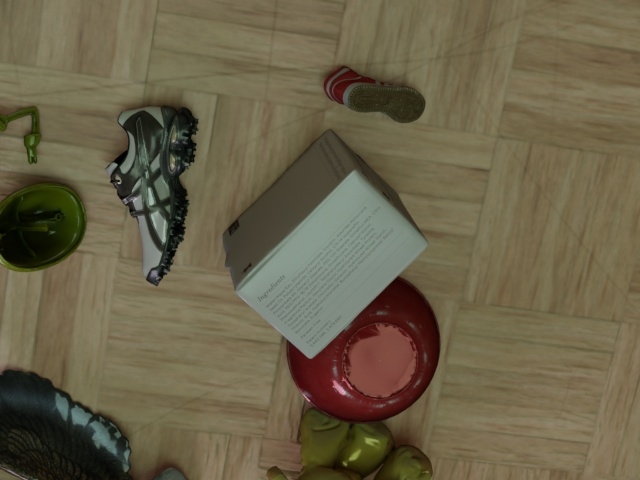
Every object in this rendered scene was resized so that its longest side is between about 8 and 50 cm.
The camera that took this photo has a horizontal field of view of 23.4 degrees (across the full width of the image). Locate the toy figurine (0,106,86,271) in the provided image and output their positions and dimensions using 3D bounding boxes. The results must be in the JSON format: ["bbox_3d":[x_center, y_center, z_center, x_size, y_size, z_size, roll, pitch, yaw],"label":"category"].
[{"bbox_3d":[-0.456,0.003,1.631,0.362,0.217,0.191,-29,98,-44],"label":"toy figurine"}]

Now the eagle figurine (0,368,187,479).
[{"bbox_3d":[-0.297,0.299,1.740,0.298,0.225,0.226,22,61,15],"label":"eagle figurine"}]

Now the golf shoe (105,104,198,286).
[{"bbox_3d":[-0.189,-0.051,1.682,0.093,0.077,0.198,8,100,1],"label":"golf shoe"}]

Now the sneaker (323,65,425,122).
[{"bbox_3d":[0.057,-0.161,1.697,0.118,0.067,0.042,7,107,-42],"label":"sneaker"}]

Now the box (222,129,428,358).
[{"bbox_3d":[0.000,0.000,1.661,0.182,0.181,0.119,-45,109,7],"label":"box"}]

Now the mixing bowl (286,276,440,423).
[{"bbox_3d":[0.058,0.128,1.737,0.181,0.098,0.181,-1,97,-9],"label":"mixing bowl"}]

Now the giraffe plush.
[{"bbox_3d":[0.013,0.323,1.787,0.181,0.210,0.170,32,130,14],"label":"giraffe plush"}]
